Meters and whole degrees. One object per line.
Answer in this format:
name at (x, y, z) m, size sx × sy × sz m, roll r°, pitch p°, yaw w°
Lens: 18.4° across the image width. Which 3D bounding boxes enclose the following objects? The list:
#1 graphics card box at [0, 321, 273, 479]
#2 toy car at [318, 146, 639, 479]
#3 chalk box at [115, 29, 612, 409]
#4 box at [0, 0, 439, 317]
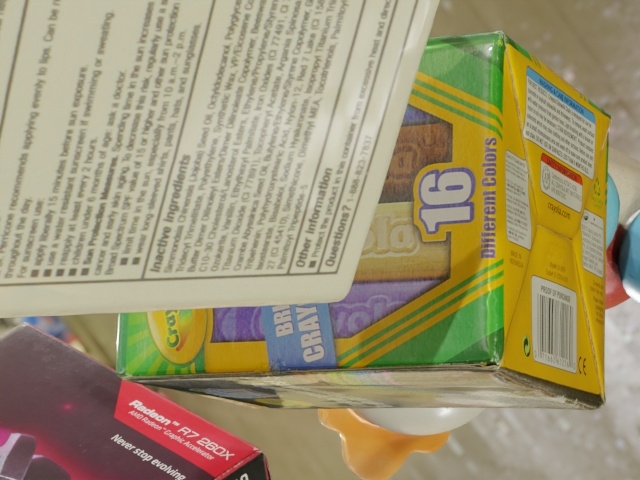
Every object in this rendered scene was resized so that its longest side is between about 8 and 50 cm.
graphics card box at (-0.231, 0.197, 1.120) m, size 0.233 × 0.371 × 0.094 m, roll 25°, pitch 134°, yaw 40°
toy car at (0.088, 0.038, 1.182) m, size 0.210 × 0.238 × 0.219 m, roll 17°, pitch -167°, yaw -36°
chalk box at (0.000, 0.000, 0.824) m, size 0.213 × 0.132 × 0.132 m, roll -2°, pitch 169°, yaw 26°
box at (-0.097, -0.068, 0.579) m, size 0.127 × 0.232 × 0.148 m, roll 43°, pitch 124°, yaw 46°
